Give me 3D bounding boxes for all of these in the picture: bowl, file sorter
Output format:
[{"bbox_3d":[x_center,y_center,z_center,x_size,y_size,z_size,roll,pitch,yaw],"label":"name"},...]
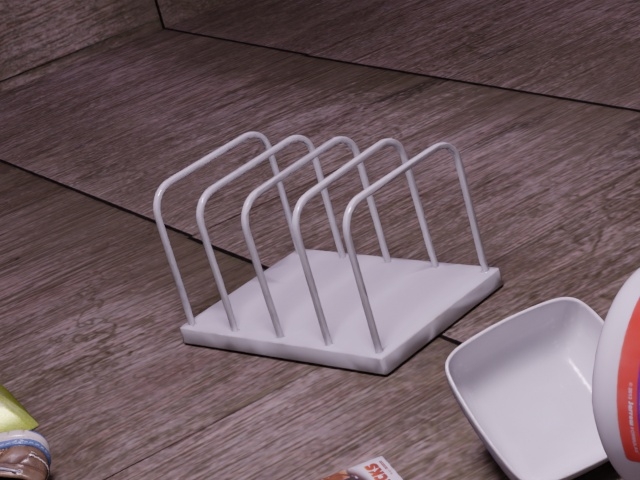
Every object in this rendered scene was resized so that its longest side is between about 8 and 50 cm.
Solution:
[{"bbox_3d":[0.182,0.127,1.356,0.142,0.053,0.142,-25,62,-16],"label":"bowl"},{"bbox_3d":[0.000,0.000,1.703,0.278,0.173,0.193,6,30,42],"label":"file sorter"}]

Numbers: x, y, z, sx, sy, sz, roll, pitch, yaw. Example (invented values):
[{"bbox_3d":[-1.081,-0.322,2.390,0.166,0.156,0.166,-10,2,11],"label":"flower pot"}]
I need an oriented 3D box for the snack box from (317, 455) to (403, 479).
[{"bbox_3d":[0.051,0.219,1.321,0.064,0.022,0.178,-19,21,-13],"label":"snack box"}]

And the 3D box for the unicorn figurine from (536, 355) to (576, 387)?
[{"bbox_3d":[0.229,0.101,1.444,0.162,0.060,0.111,-10,21,14],"label":"unicorn figurine"}]

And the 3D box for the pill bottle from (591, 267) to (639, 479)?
[{"bbox_3d":[0.361,0.107,1.169,0.323,0.181,0.181,5,29,41],"label":"pill bottle"}]

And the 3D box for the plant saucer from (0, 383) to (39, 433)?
[{"bbox_3d":[-0.382,0.178,1.651,0.188,0.045,0.188,-22,13,-17],"label":"plant saucer"}]

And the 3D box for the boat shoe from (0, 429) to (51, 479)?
[{"bbox_3d":[-0.330,0.221,1.519,0.183,0.066,0.066,-20,32,3],"label":"boat shoe"}]
